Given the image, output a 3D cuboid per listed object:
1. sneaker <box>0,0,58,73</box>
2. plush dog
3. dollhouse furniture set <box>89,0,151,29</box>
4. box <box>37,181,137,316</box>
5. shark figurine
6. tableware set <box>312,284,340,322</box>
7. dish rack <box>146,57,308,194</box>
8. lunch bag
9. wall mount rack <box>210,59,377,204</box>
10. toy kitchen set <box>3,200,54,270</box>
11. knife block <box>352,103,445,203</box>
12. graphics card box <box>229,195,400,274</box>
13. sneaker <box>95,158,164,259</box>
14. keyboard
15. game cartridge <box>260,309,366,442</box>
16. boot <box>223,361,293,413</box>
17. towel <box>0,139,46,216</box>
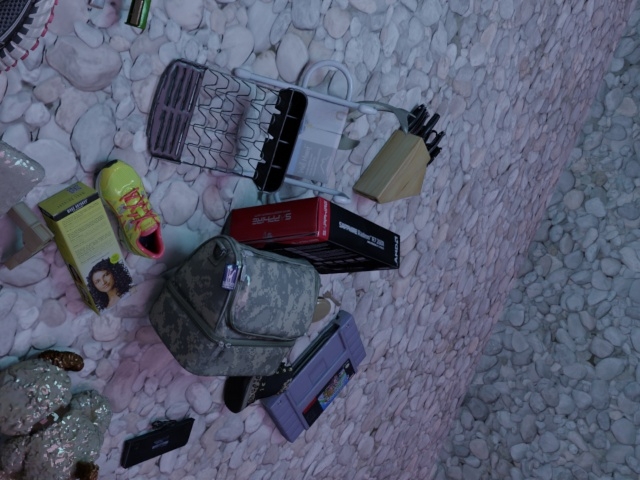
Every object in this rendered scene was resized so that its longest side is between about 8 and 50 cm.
[{"bbox_3d":[-0.436,-0.255,0.789,0.299,0.121,0.112,-40,141,11],"label":"sneaker"},{"bbox_3d":[-0.486,0.315,1.122,0.262,0.211,0.225,-36,110,-35],"label":"plush dog"},{"bbox_3d":[-0.328,-0.367,0.957,0.152,0.076,0.058,3,108,-53],"label":"dollhouse furniture set"},{"bbox_3d":[-0.400,0.018,1.125,0.087,0.058,0.232,-38,137,-31],"label":"box"},{"bbox_3d":[0.066,-0.269,1.473,0.278,0.116,0.166,-28,100,9],"label":"shark figurine"},{"bbox_3d":[-0.043,0.150,1.663,0.128,0.039,0.194,-37,137,5],"label":"tableware set"},{"bbox_3d":[-0.175,-0.213,1.198,0.272,0.074,0.208,10,103,-34],"label":"dish rack"},{"bbox_3d":[-0.161,0.126,1.328,0.305,0.212,0.256,18,109,-53],"label":"lunch bag"},{"bbox_3d":[-0.057,-0.216,1.353,0.304,0.130,0.350,13,104,-12],"label":"wall mount rack"},{"bbox_3d":[-0.479,-0.011,1.039,0.083,0.075,0.068,-36,-169,16],"label":"toy kitchen set"},{"bbox_3d":[0.220,-0.237,1.717,0.276,0.088,0.242,-16,123,-45],"label":"knife block"},{"bbox_3d":[0.000,0.000,1.459,0.371,0.233,0.094,22,66,-53],"label":"graphics card box"},{"bbox_3d":[-0.324,-0.051,1.146,0.081,0.094,0.208,-39,137,-28],"label":"sneaker"},{"bbox_3d":[-0.367,0.447,1.471,0.180,0.023,0.108,-7,124,-50],"label":"keyboard"},{"bbox_3d":[-0.006,0.395,1.861,0.355,0.068,0.230,-46,137,-23],"label":"game cartridge"},{"bbox_3d":[-0.136,0.313,1.623,0.179,0.085,0.236,-2,120,-53],"label":"boot"},{"bbox_3d":[-0.530,-0.051,0.853,0.282,0.049,0.187,-38,145,7],"label":"towel"}]
